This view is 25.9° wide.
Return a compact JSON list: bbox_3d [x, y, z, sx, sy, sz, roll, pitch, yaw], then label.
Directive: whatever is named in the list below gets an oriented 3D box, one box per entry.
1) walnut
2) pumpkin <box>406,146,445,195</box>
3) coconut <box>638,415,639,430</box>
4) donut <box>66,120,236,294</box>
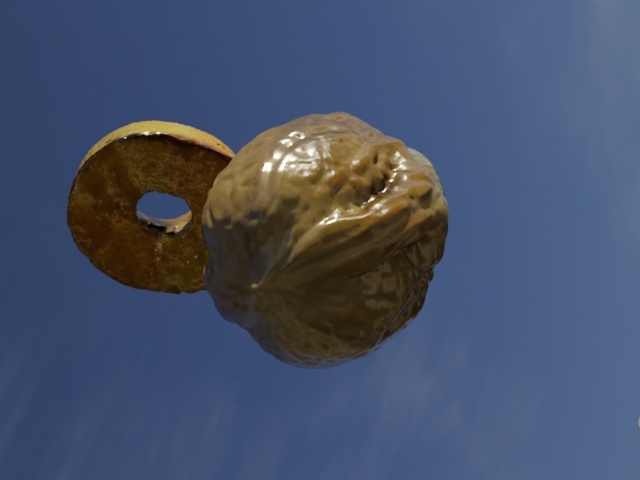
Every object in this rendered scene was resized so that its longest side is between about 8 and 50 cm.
[{"bbox_3d":[0.000,0.000,0.885,0.184,0.155,0.155,-39,-49,-55],"label":"walnut"},{"bbox_3d":[-0.003,-0.005,1.211,0.110,0.217,0.217,27,-107,-40],"label":"pumpkin"},{"bbox_3d":[0.381,0.161,1.324,0.147,0.147,0.153,-11,-61,-60],"label":"coconut"},{"bbox_3d":[-0.122,-0.029,1.092,0.058,0.152,0.152,-104,3,-59],"label":"donut"}]
